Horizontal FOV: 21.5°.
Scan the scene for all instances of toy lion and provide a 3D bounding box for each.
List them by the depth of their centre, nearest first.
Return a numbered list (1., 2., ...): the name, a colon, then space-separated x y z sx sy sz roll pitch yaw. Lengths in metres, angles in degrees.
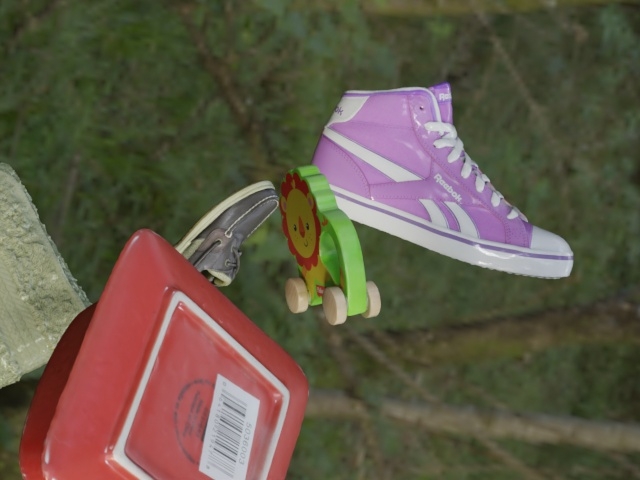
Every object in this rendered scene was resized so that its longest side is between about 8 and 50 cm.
1. toy lion: 0.000 0.000 1.073 0.034 0.100 0.096 -11 99 -22

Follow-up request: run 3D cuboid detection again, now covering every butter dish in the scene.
1. butter dish: -0.101 0.103 0.889 0.160 0.118 0.160 45 46 -34

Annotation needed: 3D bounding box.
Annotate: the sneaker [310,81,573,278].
1. sneaker: 0.135 -0.068 1.669 0.102 0.282 0.161 -39 150 -84

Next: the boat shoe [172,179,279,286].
1. boat shoe: -0.125 0.024 1.896 0.223 0.073 0.080 -39 160 -8

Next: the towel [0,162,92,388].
1. towel: -0.212 0.023 1.048 0.110 0.148 0.027 -25 159 -20
